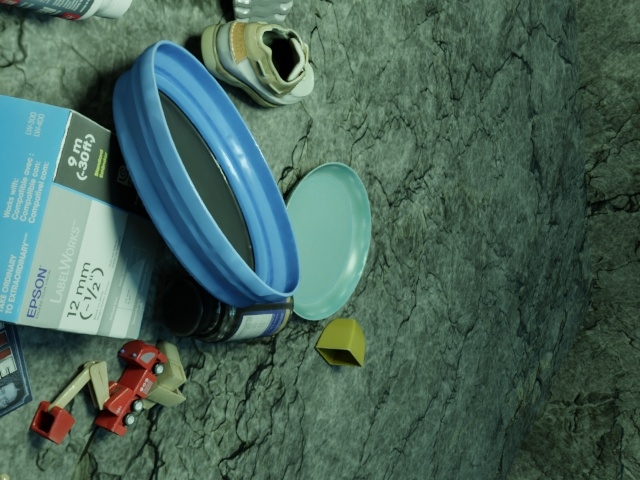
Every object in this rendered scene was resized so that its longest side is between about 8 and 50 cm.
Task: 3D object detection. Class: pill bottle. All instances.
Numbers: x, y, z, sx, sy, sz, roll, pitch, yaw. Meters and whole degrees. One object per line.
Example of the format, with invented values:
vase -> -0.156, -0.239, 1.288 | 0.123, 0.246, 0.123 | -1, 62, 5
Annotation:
pill bottle -> -0.319, -0.324, 0.892 | 0.180, 0.108, 0.108 | -3, 101, -54
pill bottle -> -0.153, 0.106, 1.227 | 0.219, 0.123, 0.122 | 4, 95, -54

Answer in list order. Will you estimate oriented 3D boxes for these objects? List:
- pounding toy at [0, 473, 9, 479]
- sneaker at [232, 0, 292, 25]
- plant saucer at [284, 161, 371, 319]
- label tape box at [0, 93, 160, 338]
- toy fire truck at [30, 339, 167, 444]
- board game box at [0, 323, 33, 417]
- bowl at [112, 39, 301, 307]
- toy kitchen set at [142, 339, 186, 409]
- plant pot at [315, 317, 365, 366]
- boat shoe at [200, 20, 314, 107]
pounding toy -> -0.449, 0.285, 0.824 | 0.181, 0.094, 0.206 | -27, 125, -27
sneaker -> -0.100, -0.464, 1.169 | 0.105, 0.115, 0.281 | -11, 130, -21
plant saucer -> 0.000, 0.000, 1.483 | 0.318, 0.044, 0.317 | -20, 115, -50
label tape box -> -0.328, -0.022, 0.883 | 0.348, 0.115, 0.249 | 32, 68, -69
toy fire truck -> -0.319, 0.219, 1.090 | 0.135, 0.047, 0.192 | 53, 56, -45
board game box -> -0.448, 0.120, 0.886 | 0.165, 0.042, 0.243 | -29, 121, -48
bowl -> -0.151, -0.085, 1.037 | 0.391, 0.077, 0.391 | 59, 13, -22
toy kitchen set -> -0.254, 0.223, 1.196 | 0.083, 0.075, 0.068 | -37, 138, 10
plant pot -> 0.051, 0.213, 1.582 | 0.081, 0.082, 0.083 | 55, 44, -45
boat shoe -> -0.071, -0.286, 1.220 | 0.302, 0.103, 0.113 | -7, 93, -65
